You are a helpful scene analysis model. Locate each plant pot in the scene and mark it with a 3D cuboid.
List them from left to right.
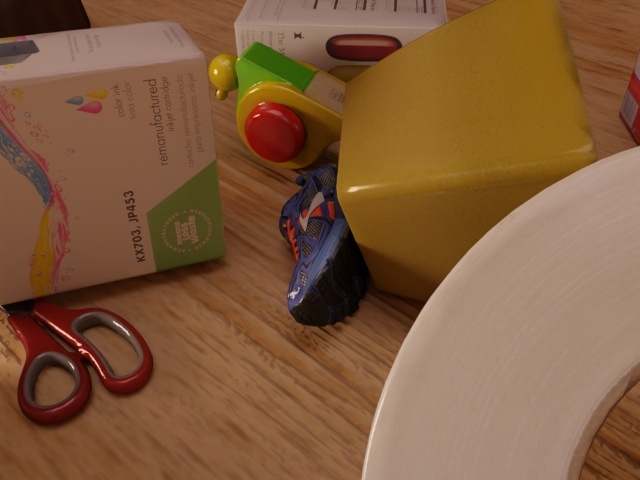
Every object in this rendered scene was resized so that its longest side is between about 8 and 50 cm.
[{"bbox_3d":[-0.486,-0.419,0.993,0.215,0.231,0.215,-1,41,1],"label":"plant pot"},{"bbox_3d":[0.124,-0.060,0.575,0.187,0.212,0.212,-7,51,16],"label":"plant pot"}]

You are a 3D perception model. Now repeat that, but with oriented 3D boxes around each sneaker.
[{"bbox_3d":[0.000,0.000,0.626,0.087,0.083,0.221,-5,34,17],"label":"sneaker"}]

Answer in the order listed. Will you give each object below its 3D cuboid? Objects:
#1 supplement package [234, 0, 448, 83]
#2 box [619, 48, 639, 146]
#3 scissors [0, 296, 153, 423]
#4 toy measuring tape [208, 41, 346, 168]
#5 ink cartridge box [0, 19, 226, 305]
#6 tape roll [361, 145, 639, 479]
[{"bbox_3d":[0.030,-0.231,0.829,0.243,0.139,0.134,3,40,6],"label":"supplement package"},{"bbox_3d":[0.443,-0.121,0.680,0.142,0.154,0.300,0,40,2],"label":"box"},{"bbox_3d":[-0.264,0.059,0.604,0.109,0.021,0.297,-32,48,-29],"label":"scissors"},{"bbox_3d":[0.019,-0.112,0.750,0.330,0.121,0.121,28,45,-1],"label":"toy measuring tape"},{"bbox_3d":[-0.273,-0.057,0.570,0.353,0.207,0.119,-13,36,-17],"label":"ink cartridge box"},{"bbox_3d":[0.211,0.139,0.292,0.391,0.072,0.393,-3,76,14],"label":"tape roll"}]
